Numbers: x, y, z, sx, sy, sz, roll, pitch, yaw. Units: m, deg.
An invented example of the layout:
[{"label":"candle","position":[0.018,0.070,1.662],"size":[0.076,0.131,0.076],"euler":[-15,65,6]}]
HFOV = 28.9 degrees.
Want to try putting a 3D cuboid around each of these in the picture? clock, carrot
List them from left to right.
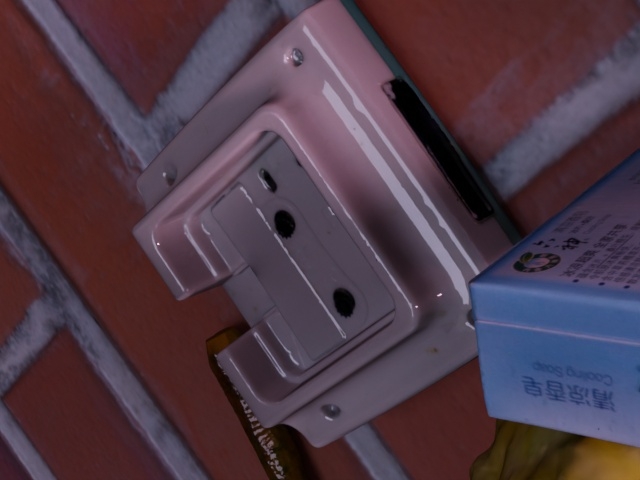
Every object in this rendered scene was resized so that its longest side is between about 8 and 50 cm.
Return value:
[{"label":"carrot","position":[-0.048,0.153,1.046],"size":[0.042,0.042,0.170],"euler":[-21,97,44]},{"label":"clock","position":[0.000,0.000,0.882],"size":[0.262,0.116,0.231],"euler":[55,133,4]}]

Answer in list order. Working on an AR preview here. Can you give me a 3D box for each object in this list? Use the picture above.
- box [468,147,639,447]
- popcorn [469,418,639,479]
[{"label":"box","position":[0.197,0.017,0.639],"size":[0.143,0.232,0.083],"euler":[7,118,38]},{"label":"popcorn","position":[0.207,0.168,0.715],"size":[0.235,0.241,0.250],"euler":[-16,112,35]}]
